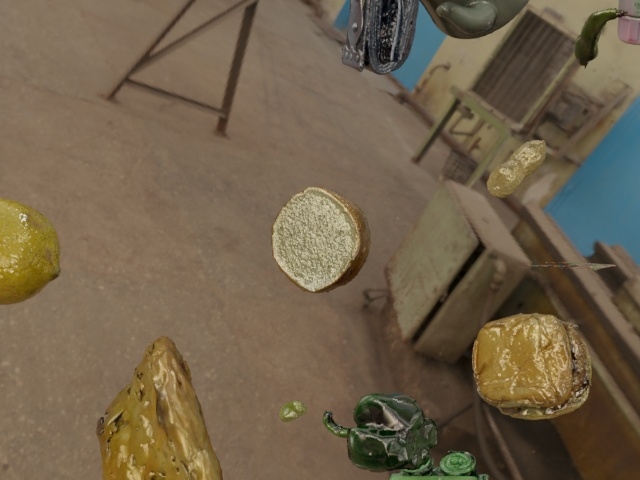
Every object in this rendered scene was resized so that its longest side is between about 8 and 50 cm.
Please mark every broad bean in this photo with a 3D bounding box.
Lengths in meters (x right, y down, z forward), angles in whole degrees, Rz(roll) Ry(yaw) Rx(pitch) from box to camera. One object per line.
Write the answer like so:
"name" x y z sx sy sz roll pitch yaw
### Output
"broad bean" 0.561 -0.418 1.430 0.061 0.046 0.195 19 -19 2
"broad bean" -0.080 0.485 1.977 0.045 0.083 0.063 52 18 -37

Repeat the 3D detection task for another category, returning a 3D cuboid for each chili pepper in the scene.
"chili pepper" 0.127 0.431 1.558 0.165 0.261 0.173 30 63 -41

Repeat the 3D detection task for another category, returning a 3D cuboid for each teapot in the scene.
"teapot" 0.150 -0.345 0.796 0.149 0.162 0.239 15 67 -43

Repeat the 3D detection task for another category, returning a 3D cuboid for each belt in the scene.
"belt" 0.123 -0.425 1.306 0.122 0.218 0.128 -3 21 -21

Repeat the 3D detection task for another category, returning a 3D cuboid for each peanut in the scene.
"peanut" 0.503 -0.185 1.765 0.082 0.187 0.082 48 -1 1

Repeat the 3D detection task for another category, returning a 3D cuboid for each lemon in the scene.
"lemon" -0.763 0.027 1.657 0.310 0.258 0.258 14 23 10

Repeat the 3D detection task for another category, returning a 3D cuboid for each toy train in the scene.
"toy train" 0.274 0.596 1.626 0.243 0.132 0.188 -7 20 20

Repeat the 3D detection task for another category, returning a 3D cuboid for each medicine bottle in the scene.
"medicine bottle" 0.710 -0.518 1.485 0.135 0.168 0.135 -6 32 4

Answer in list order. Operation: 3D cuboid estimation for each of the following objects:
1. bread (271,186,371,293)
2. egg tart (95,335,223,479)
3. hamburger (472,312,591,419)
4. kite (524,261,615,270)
"bread" 0.000 0.000 1.532 0.236 0.236 0.070 44 12 23
"egg tart" -0.172 0.279 0.814 0.129 0.341 0.341 -22 47 -11
"hamburger" 0.522 0.310 1.709 0.145 0.259 0.283 19 -16 -38
"kite" 0.658 0.068 1.817 0.244 0.006 0.198 0 5 -2
